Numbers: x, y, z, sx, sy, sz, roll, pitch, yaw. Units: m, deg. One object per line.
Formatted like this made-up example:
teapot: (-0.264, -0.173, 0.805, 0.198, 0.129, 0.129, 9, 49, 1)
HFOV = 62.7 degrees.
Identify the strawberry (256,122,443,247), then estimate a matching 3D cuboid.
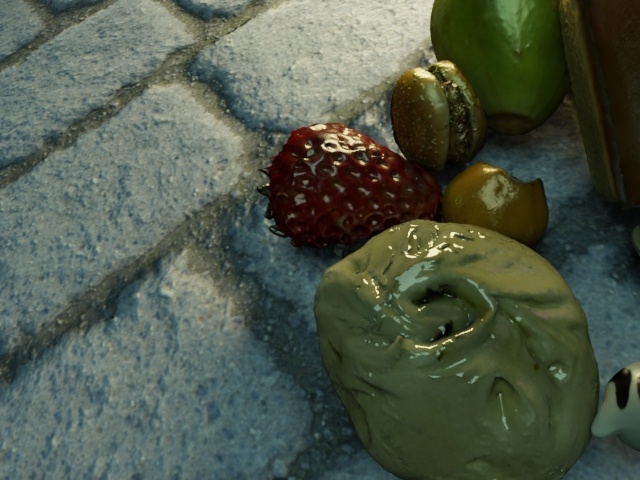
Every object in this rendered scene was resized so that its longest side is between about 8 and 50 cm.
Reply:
strawberry: (0.041, -0.097, 0.847, 0.280, 0.150, 0.253, 32, 52, 31)

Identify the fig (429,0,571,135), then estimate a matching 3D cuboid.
fig: (0.325, -0.335, 0.904, 0.258, 0.258, 0.326, -5, 74, 13)

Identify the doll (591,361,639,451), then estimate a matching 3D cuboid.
doll: (0.390, 0.176, 0.582, 0.110, 0.180, 0.107, -26, 66, 54)

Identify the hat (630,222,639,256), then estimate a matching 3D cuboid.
hat: (0.548, 0.052, 0.683, 0.214, 0.149, 0.245, -18, 18, 13)

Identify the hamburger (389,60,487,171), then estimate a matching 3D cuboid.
hamburger: (0.192, -0.198, 0.876, 0.118, 0.182, 0.191, -24, 51, -7)

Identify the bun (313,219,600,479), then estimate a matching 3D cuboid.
bun: (0.167, 0.125, 0.648, 0.326, 0.234, 0.362, -33, 61, -13)

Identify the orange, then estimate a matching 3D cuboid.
orange: (0.262, -0.050, 0.784, 0.156, 0.134, 0.157, 11, 39, -9)

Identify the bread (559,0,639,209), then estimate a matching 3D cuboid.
bread: (0.525, -0.244, 0.732, 0.323, 0.143, 0.333, -17, 99, 6)

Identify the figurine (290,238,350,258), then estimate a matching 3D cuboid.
figurine: (0.000, 0.000, 0.894, 0.106, 0.047, 0.060, 24, 109, 23)
